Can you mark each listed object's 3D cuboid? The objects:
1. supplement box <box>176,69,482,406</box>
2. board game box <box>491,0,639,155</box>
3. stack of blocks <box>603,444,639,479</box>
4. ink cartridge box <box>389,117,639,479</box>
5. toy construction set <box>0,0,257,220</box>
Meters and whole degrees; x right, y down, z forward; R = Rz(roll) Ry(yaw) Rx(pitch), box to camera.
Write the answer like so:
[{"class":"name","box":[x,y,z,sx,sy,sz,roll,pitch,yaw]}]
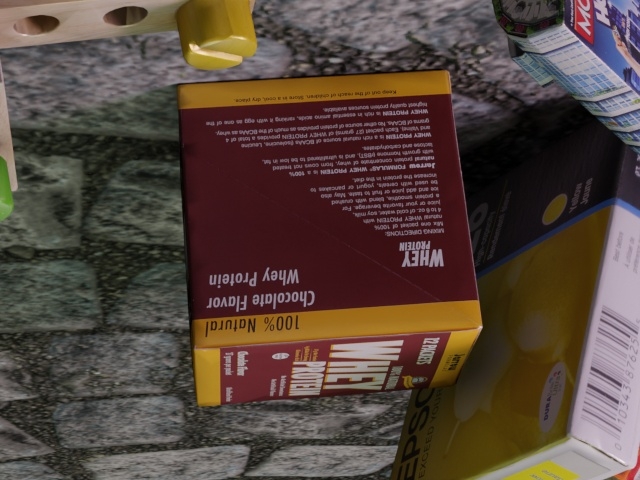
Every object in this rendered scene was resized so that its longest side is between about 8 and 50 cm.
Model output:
[{"class":"supplement box","box":[0.000,0.000,1.090,0.191,0.194,0.129,-4,158,-5]},{"class":"board game box","box":[0.128,-0.151,0.814,0.060,0.194,0.194,-24,137,36]},{"class":"stack of blocks","box":[0.275,0.122,1.298,0.297,0.171,0.087,28,172,17]},{"class":"ink cartridge box","box":[0.135,0.073,1.174,0.072,0.303,0.307,32,143,-21]},{"class":"toy construction set","box":[-0.093,-0.136,0.675,0.257,0.237,0.309,10,153,-33]}]
